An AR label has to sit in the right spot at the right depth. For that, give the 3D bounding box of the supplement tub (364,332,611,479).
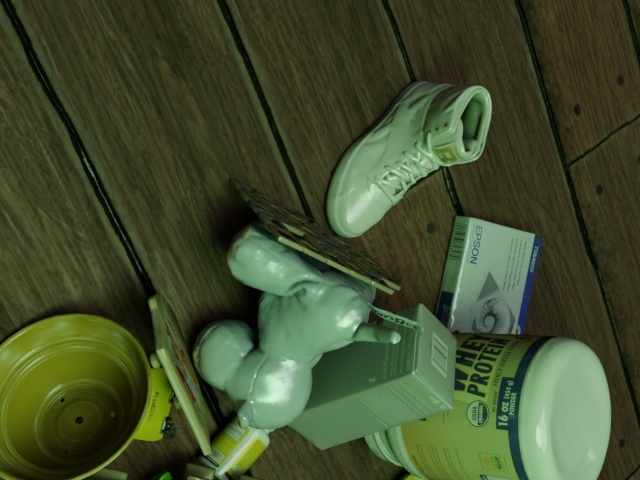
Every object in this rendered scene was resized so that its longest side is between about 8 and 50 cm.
[{"bbox_3d":[0.237,0.251,1.268,0.228,0.316,0.228,5,84,-48],"label":"supplement tub"}]

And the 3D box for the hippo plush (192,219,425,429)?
[{"bbox_3d":[-0.036,0.134,1.166,0.236,0.294,0.234,-60,160,11],"label":"hippo plush"}]

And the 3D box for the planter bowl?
[{"bbox_3d":[-0.302,0.203,1.035,0.217,0.217,0.090,-43,154,-22],"label":"planter bowl"}]

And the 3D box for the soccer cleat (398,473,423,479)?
[{"bbox_3d":[0.250,0.428,1.435,0.289,0.121,0.093,7,99,-34],"label":"soccer cleat"}]

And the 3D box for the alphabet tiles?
[{"bbox_3d":[0.000,0.000,1.179,0.237,0.198,0.009,27,101,-33],"label":"alphabet tiles"}]

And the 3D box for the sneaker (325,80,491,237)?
[{"bbox_3d":[0.136,-0.123,1.268,0.108,0.169,0.292,43,74,-32],"label":"sneaker"}]

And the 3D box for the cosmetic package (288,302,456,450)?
[{"bbox_3d":[0.068,0.195,1.207,0.107,0.238,0.127,46,35,-31],"label":"cosmetic package"}]

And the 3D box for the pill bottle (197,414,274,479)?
[{"bbox_3d":[-0.113,0.287,1.212,0.116,0.065,0.065,-47,118,-19],"label":"pill bottle"}]

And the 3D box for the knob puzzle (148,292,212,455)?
[{"bbox_3d":[-0.188,0.151,1.083,0.030,0.213,0.213,-20,108,-3],"label":"knob puzzle"}]

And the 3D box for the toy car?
[{"bbox_3d":[-0.240,0.309,1.138,0.239,0.053,0.225,-45,118,-20],"label":"toy car"}]

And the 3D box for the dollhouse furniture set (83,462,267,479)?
[{"bbox_3d":[-0.171,0.365,1.015,0.259,0.262,0.135,15,90,-9],"label":"dollhouse furniture set"}]

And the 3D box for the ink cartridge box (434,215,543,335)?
[{"bbox_3d":[0.302,0.085,1.476,0.224,0.045,0.223,11,89,-34],"label":"ink cartridge box"}]
